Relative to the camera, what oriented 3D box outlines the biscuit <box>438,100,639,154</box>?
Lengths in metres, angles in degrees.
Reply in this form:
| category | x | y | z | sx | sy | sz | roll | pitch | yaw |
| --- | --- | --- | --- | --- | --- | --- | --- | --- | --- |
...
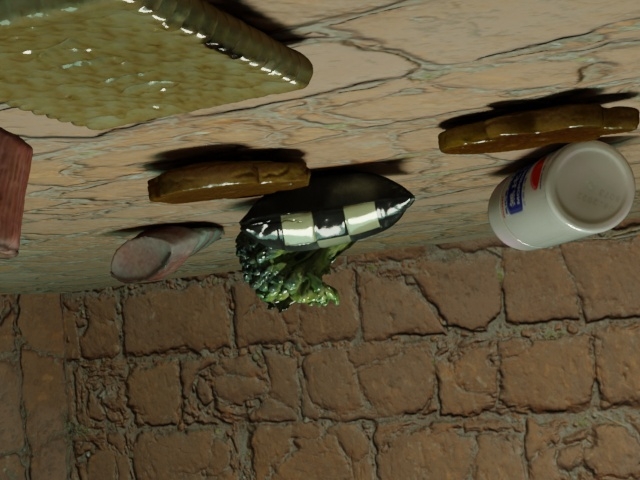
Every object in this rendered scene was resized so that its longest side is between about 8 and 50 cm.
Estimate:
| category | x | y | z | sx | sy | sz | roll | pitch | yaw |
| --- | --- | --- | --- | --- | --- | --- | --- | --- | --- |
| biscuit | 0.238 | -0.128 | 1.386 | 0.180 | 0.039 | 0.236 | -3 | 176 | -44 |

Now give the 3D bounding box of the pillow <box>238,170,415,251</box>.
| category | x | y | z | sx | sy | sz | roll | pitch | yaw |
| --- | --- | --- | --- | --- | --- | --- | --- | --- | --- |
| pillow | 0.015 | -0.045 | 1.743 | 0.249 | 0.106 | 0.186 | -10 | -179 | 3 |

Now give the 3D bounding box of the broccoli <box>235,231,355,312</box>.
| category | x | y | z | sx | sy | sz | roll | pitch | yaw |
| --- | --- | --- | --- | --- | --- | --- | --- | --- | --- |
| broccoli | -0.001 | 0.013 | 1.996 | 0.274 | 0.198 | 0.177 | -12 | 130 | 0 |

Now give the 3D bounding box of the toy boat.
| category | x | y | z | sx | sy | sz | roll | pitch | yaw |
| --- | --- | --- | --- | --- | --- | --- | --- | --- | --- |
| toy boat | -0.258 | 0.009 | 2.341 | 0.206 | 0.096 | 0.282 | -25 | 175 | 30 |

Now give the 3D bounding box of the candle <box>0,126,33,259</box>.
| category | x | y | z | sx | sy | sz | roll | pitch | yaw |
| --- | --- | --- | --- | --- | --- | --- | --- | --- | --- |
| candle | -0.384 | -0.072 | 0.953 | 0.287 | 0.131 | 0.317 | 4 | 171 | 12 |

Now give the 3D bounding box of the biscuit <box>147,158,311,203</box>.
| category | x | y | z | sx | sy | sz | roll | pitch | yaw |
| --- | --- | --- | --- | --- | --- | --- | --- | --- | --- |
| biscuit | -0.114 | -0.080 | 1.566 | 0.208 | 0.041 | 0.290 | -6 | 179 | 9 |

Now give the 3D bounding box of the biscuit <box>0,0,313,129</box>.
| category | x | y | z | sx | sy | sz | roll | pitch | yaw |
| --- | --- | --- | --- | --- | --- | --- | --- | --- | --- |
| biscuit | -0.153 | -0.134 | 0.868 | 0.217 | 0.044 | 0.325 | -8 | 174 | 20 |

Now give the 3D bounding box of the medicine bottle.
| category | x | y | z | sx | sy | sz | roll | pitch | yaw |
| --- | --- | --- | --- | --- | --- | --- | --- | --- | --- |
| medicine bottle | 0.339 | -0.057 | 1.784 | 0.130 | 0.130 | 0.341 | -4 | 175 | -7 |
